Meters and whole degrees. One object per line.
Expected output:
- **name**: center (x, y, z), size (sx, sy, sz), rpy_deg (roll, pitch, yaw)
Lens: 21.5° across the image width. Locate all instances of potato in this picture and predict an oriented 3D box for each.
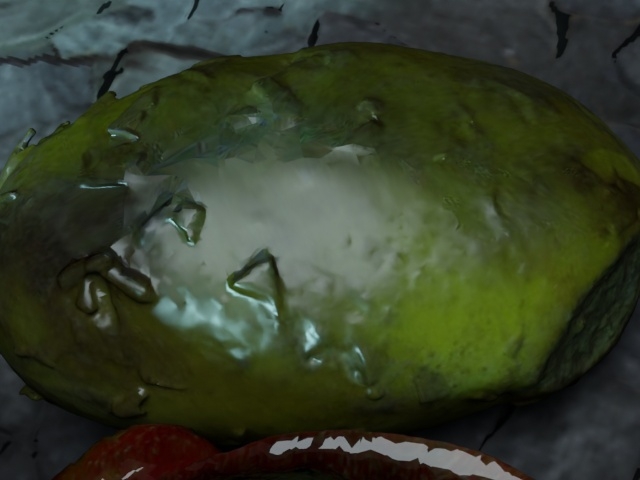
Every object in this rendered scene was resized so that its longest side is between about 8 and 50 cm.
- **potato**: center (0.000, 0.000, 0.597), size (0.251, 0.113, 0.149), rpy_deg (-5, 62, 10)

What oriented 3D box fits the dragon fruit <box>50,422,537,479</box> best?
- **dragon fruit**: center (-0.011, 0.178, 0.502), size (0.295, 0.130, 0.268), rpy_deg (-10, 69, 10)
